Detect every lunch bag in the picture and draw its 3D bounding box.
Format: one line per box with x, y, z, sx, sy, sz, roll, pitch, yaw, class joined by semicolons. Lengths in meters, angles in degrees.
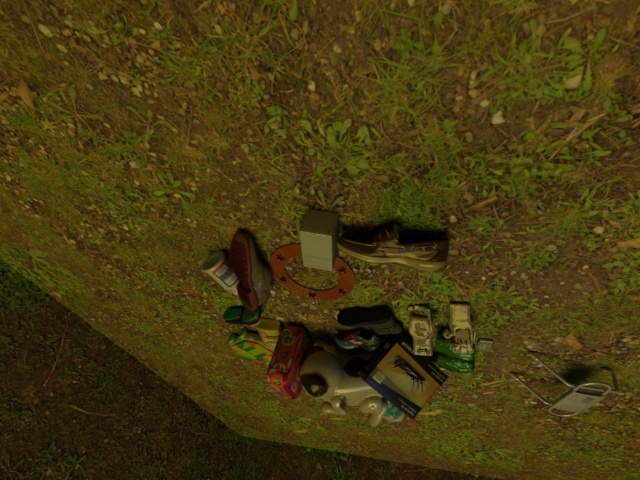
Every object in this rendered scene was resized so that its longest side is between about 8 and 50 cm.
-0.131;0.570;1.862;0.120;0.293;0.258;4;142;20;lunch bag

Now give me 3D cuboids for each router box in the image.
0.351;0.568;1.694;0.309;0.243;0.081;41;177;-16;router box

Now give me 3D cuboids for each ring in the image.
-0.036;0.134;1.530;0.337;0.032;0.336;10;139;9;ring

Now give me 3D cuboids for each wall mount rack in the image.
0.945;0.566;1.573;0.305;0.130;0.350;8;139;7;wall mount rack

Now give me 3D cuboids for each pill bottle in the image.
-0.375;0.135;1.604;0.108;0.107;0.180;-13;131;32;pill bottle
0.354;0.857;2.113;0.146;0.146;0.264;-13;132;32;pill bottle

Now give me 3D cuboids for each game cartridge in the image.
0.652;0.416;1.594;0.056;0.017;0.083;6;139;20;game cartridge

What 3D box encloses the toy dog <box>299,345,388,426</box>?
0.104;0.632;1.801;0.408;0.284;0.395;14;135;-13;toy dog

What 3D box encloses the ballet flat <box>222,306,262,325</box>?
-0.338;0.349;1.857;0.281;0.095;0.096;-10;143;44;ballet flat

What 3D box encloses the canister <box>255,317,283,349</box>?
-0.234;0.453;1.940;0.126;0.073;0.169;3;136;18;canister

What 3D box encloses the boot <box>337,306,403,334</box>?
0.203;0.346;1.645;0.247;0.083;0.161;-8;139;31;boot

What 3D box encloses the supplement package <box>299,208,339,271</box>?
0.000;0.000;1.303;0.105;0.105;0.179;11;140;11;supplement package

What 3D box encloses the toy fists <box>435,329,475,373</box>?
0.550;0.450;1.613;0.142;0.096;0.279;12;143;29;toy fists

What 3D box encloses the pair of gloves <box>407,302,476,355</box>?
0.451;0.330;1.493;0.240;0.042;0.204;-9;99;24;pair of gloves

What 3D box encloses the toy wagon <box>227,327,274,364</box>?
-0.368;0.586;2.148;0.267;0.068;0.344;38;137;-21;toy wagon

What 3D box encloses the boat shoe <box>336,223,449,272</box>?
0.222;0.005;1.236;0.342;0.123;0.123;12;110;17;boat shoe

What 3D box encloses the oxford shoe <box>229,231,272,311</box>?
-0.260;0.106;1.541;0.123;0.130;0.348;31;135;37;oxford shoe

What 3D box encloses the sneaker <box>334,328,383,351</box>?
0.164;0.424;1.759;0.221;0.083;0.087;-1;118;22;sneaker
